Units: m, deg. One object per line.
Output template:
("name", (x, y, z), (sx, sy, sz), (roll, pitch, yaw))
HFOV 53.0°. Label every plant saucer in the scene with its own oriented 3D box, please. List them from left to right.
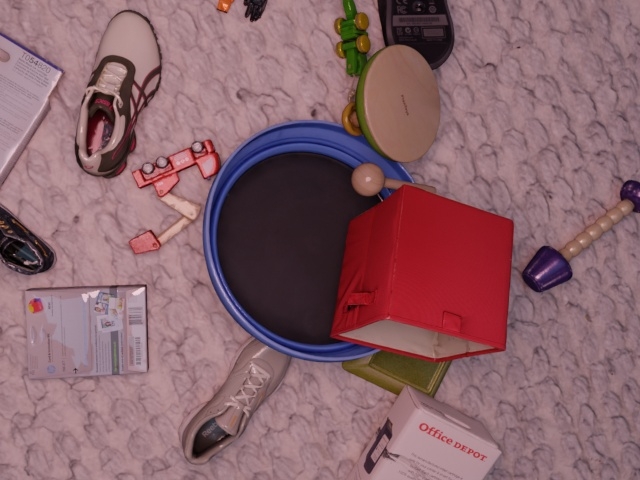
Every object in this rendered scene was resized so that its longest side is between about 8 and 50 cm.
("plant saucer", (0.162, 0.187, 1.147), (0.188, 0.045, 0.188), (27, 88, -10))

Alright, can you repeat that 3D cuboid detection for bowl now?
("bowl", (0.000, 0.000, 1.032), (0.390, 0.077, 0.392), (6, 73, -21))

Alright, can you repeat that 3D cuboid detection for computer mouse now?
("computer mouse", (0.166, -0.410, 1.109), (0.188, 0.072, 0.273), (1, 81, -8))

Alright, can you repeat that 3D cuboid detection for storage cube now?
("storage cube", (0.144, 0.056, 0.931), (0.214, 0.183, 0.193), (17, 69, -17))

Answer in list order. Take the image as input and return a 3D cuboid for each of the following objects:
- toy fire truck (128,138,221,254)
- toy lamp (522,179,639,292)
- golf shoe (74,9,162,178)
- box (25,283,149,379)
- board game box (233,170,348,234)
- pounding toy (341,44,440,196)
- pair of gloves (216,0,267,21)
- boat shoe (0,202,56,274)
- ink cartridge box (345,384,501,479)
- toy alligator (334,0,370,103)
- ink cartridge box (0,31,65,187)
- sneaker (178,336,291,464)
("toy fire truck", (-0.242, -0.072, 1.059), (0.192, 0.047, 0.135), (-25, 97, -9))
("toy lamp", (0.489, -0.005, 1.181), (0.274, 0.080, 0.080), (-39, 99, -7))
("golf shoe", (-0.315, -0.232, 1.002), (0.105, 0.120, 0.273), (12, 89, -9))
("box", (-0.378, 0.148, 1.050), (0.186, 0.038, 0.145), (-2, 93, -11))
("board game box", (-0.047, 0.021, 1.077), (0.243, 0.042, 0.165), (34, 68, -10))
("pounding toy", (0.098, -0.189, 1.044), (0.182, 0.110, 0.237), (-2, 94, -42))
("pair of gloves", (-0.131, -0.411, 1.080), (0.083, 0.010, 0.074), (16, 89, -13))
("boat shoe", (-0.498, -0.013, 0.996), (0.183, 0.083, 0.065), (36, 86, -10))
("ink cartridge box", (0.169, 0.397, 1.111), (0.171, 0.100, 0.237), (28, 100, -11))
("toy alligator", (0.063, -0.324, 1.101), (0.051, 0.056, 0.190), (-9, 96, -50))
("ink cartridge box", (-0.548, -0.225, 0.995), (0.223, 0.045, 0.224), (32, 86, -11))
("sneaker", (-0.131, 0.265, 1.059), (0.099, 0.121, 0.262), (38, 86, -11))
